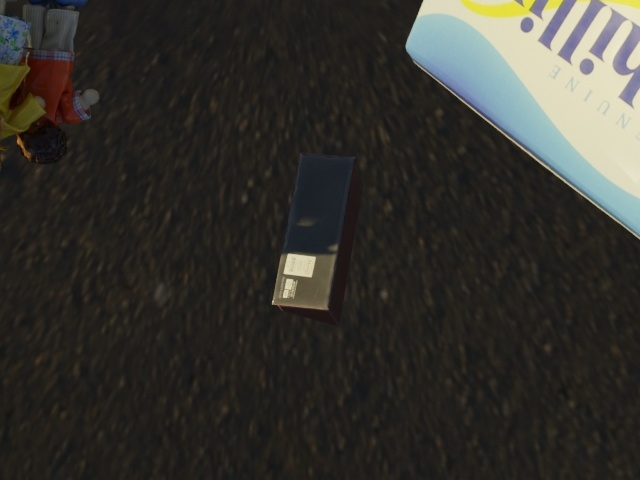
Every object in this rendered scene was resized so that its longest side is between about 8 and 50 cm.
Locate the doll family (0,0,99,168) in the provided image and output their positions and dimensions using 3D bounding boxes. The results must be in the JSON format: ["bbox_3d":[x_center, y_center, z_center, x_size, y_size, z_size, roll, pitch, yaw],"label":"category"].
[{"bbox_3d":[-0.309,-0.125,1.383,0.263,0.118,0.163,11,100,20],"label":"doll family"}]

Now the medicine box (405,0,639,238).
[{"bbox_3d":[0.224,-0.171,1.029,0.149,0.263,0.289,6,116,-39],"label":"medicine box"}]

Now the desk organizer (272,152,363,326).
[{"bbox_3d":[0.000,0.000,1.413,0.047,0.050,0.130,5,70,15],"label":"desk organizer"}]
